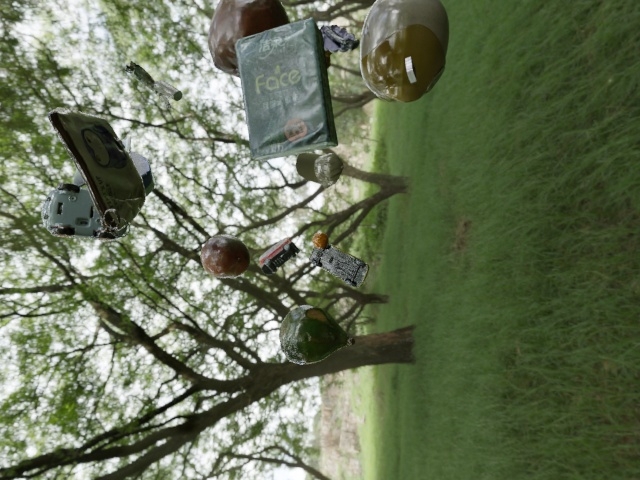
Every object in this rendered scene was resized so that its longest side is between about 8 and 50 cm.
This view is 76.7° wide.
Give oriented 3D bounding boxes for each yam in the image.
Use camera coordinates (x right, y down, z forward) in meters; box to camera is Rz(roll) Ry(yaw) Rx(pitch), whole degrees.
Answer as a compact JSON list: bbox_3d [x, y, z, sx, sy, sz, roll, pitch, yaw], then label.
[{"bbox_3d":[-0.644,-0.636,1.716,0.054,0.132,0.054,-45,-25,-28],"label":"yam"}]

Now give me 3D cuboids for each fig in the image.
[{"bbox_3d":[-0.013,0.319,1.332,0.195,0.245,0.195,-162,90,-83],"label":"fig"}]

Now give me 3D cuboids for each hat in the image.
[{"bbox_3d":[-0.005,-0.332,1.756,0.144,0.173,0.166,-17,60,53],"label":"hat"}]

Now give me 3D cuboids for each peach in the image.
[{"bbox_3d":[-0.491,0.085,2.109,0.252,0.253,0.252,3,-90,-80],"label":"peach"}]

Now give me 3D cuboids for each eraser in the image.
[{"bbox_3d":[0.360,-0.679,1.610,0.065,0.026,0.105,54,-149,-44],"label":"eraser"}]

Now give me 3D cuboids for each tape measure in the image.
[{"bbox_3d":[-0.896,-0.284,1.833,0.259,0.262,0.138,60,150,31],"label":"tape measure"}]

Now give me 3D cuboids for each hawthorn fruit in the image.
[{"bbox_3d":[-0.240,-0.726,1.416,0.308,0.308,0.324,-58,-42,-70],"label":"hawthorn fruit"}]

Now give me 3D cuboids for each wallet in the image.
[{"bbox_3d":[-0.563,-0.187,1.070,0.275,0.068,0.335,-105,-6,-74],"label":"wallet"}]

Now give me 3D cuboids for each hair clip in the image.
[{"bbox_3d":[0.056,-0.751,1.496,0.124,0.195,0.052,-36,-30,-15],"label":"hair clip"}]

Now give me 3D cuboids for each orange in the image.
[{"bbox_3d":[0.000,0.000,1.973,0.083,0.084,0.083,3,-90,-80],"label":"orange"}]

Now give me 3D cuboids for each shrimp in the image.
[{"bbox_3d":[-0.899,-0.815,2.161,0.287,0.068,0.185,52,-174,-19],"label":"shrimp"}]

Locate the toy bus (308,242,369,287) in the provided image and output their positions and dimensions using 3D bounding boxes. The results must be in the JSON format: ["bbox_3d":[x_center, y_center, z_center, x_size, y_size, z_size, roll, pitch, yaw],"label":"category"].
[{"bbox_3d":[0.113,0.118,2.164,0.151,0.331,0.145,1,-66,-64],"label":"toy bus"}]

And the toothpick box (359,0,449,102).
[{"bbox_3d":[0.385,-0.863,1.869,0.409,0.409,0.425,-60,-24,-69],"label":"toothpick box"}]

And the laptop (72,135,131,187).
[{"bbox_3d":[-0.872,-0.312,1.614,0.015,0.269,0.187,58,-174,-45],"label":"laptop"}]

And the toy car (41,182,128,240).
[{"bbox_3d":[-0.829,-0.084,1.447,0.212,0.271,0.180,-19,68,63],"label":"toy car"}]

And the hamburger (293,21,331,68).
[{"bbox_3d":[-0.089,-0.951,2.034,0.158,0.319,0.318,121,158,-65],"label":"hamburger"}]

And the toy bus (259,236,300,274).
[{"bbox_3d":[-0.178,0.063,1.679,0.077,0.174,0.079,49,176,42],"label":"toy bus"}]

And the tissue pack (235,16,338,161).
[{"bbox_3d":[-0.089,-0.382,1.059,0.103,0.228,0.315,-11,-87,-72],"label":"tissue pack"}]
